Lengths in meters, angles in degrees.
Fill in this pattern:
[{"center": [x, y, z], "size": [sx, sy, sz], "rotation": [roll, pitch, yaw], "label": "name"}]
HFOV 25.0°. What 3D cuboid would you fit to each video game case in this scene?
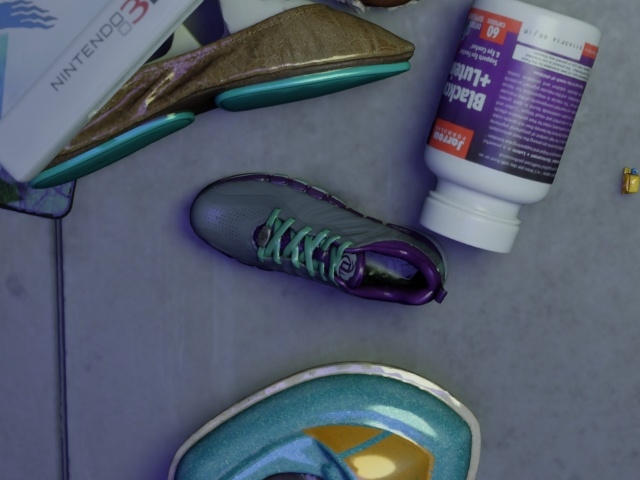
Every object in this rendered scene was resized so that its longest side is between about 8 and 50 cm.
[{"center": [-0.238, -0.260, 1.079], "size": [0.300, 0.036, 0.329], "rotation": [-44, 88, 17], "label": "video game case"}]

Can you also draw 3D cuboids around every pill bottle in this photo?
[{"center": [0.146, -0.093, 1.160], "size": [0.108, 0.108, 0.193], "rotation": [17, 98, -1], "label": "pill bottle"}]

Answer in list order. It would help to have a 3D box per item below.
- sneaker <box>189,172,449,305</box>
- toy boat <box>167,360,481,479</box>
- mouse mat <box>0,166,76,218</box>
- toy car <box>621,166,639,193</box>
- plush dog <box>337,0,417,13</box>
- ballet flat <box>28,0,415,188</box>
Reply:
[{"center": [0.000, 0.000, 1.183], "size": [0.224, 0.098, 0.083], "rotation": [14, 99, -1], "label": "sneaker"}, {"center": [0.035, 0.259, 1.197], "size": [0.268, 0.148, 0.318], "rotation": [-26, 97, 5], "label": "toy boat"}, {"center": [-0.269, -0.122, 1.218], "size": [0.153, 0.007, 0.189], "rotation": [12, 98, 0], "label": "mouse mat"}, {"center": [0.296, -0.086, 1.192], "size": [0.060, 0.040, 0.122], "rotation": [19, 98, -2], "label": "toy car"}, {"center": [0.008, -0.325, 1.093], "size": [0.226, 0.262, 0.210], "rotation": [10, 65, -10], "label": "plush dog"}, {"center": [-0.101, -0.146, 1.165], "size": [0.343, 0.116, 0.124], "rotation": [-17, 88, 7], "label": "ballet flat"}]
